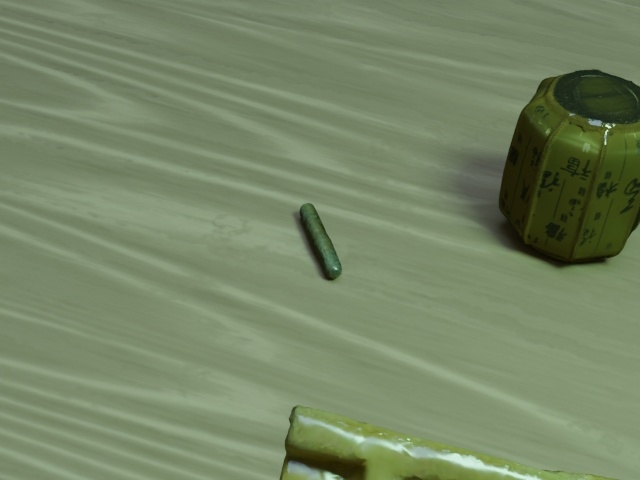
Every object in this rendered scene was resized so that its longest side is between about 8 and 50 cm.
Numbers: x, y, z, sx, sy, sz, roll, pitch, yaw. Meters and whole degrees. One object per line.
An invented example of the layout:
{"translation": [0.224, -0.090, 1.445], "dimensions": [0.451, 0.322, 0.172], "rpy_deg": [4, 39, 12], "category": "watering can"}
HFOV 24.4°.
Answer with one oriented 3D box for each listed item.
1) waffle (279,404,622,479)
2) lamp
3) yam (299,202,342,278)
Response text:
{"translation": [0.083, 0.294, 0.970], "dimensions": [0.304, 0.077, 0.348], "rpy_deg": [14, 66, -3], "category": "waffle"}
{"translation": [0.275, -0.077, 1.560], "dimensions": [0.161, 0.185, 0.161], "rpy_deg": [3, 38, -3], "category": "lamp"}
{"translation": [0.000, 0.000, 1.539], "dimensions": [0.021, 0.021, 0.116], "rpy_deg": [-4, 38, -16], "category": "yam"}
